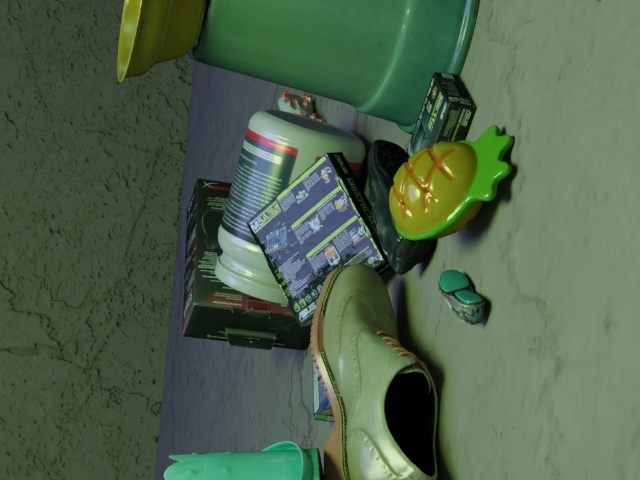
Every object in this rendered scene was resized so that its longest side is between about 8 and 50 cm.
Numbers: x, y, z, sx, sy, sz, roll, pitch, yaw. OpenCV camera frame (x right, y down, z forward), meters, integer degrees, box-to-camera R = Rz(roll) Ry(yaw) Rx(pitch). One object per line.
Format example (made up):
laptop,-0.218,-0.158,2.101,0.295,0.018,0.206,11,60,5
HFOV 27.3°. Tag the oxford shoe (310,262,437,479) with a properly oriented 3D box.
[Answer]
oxford shoe,0.086,0.173,1.655,0.146,0.140,0.397,-41,40,34

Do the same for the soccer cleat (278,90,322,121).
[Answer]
soccer cleat,-0.040,-0.215,2.407,0.196,0.068,0.076,-117,35,-61

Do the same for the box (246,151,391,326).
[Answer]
box,0.000,0.000,1.895,0.190,0.045,0.184,-40,68,34

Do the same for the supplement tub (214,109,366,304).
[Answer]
supplement tub,-0.051,-0.054,2.074,0.191,0.191,0.272,-129,55,-70

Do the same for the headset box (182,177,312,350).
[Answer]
headset box,-0.119,0.053,2.245,0.110,0.218,0.293,115,158,-51

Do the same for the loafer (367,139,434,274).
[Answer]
loafer,0.097,-0.049,1.775,0.223,0.076,0.078,-102,33,-45

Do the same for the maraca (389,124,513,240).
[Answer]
maraca,0.153,-0.066,1.549,0.185,0.099,0.127,-28,44,41

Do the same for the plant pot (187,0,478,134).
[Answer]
plant pot,0.003,-0.342,1.797,0.341,0.334,0.341,-170,90,-75

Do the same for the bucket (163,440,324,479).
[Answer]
bucket,-0.076,0.377,1.581,0.281,0.183,0.281,172,90,-90

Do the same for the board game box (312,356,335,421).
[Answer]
board game box,0.022,0.157,2.016,0.136,0.035,0.201,120,154,-53

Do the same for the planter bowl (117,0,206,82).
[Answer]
planter bowl,-0.199,-0.303,1.699,0.217,0.090,0.217,-171,90,-74

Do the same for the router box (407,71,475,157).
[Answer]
router box,0.153,-0.141,1.691,0.092,0.038,0.123,-107,29,-57

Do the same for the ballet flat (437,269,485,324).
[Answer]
ballet flat,0.163,0.070,1.542,0.114,0.041,0.041,-121,42,-69
